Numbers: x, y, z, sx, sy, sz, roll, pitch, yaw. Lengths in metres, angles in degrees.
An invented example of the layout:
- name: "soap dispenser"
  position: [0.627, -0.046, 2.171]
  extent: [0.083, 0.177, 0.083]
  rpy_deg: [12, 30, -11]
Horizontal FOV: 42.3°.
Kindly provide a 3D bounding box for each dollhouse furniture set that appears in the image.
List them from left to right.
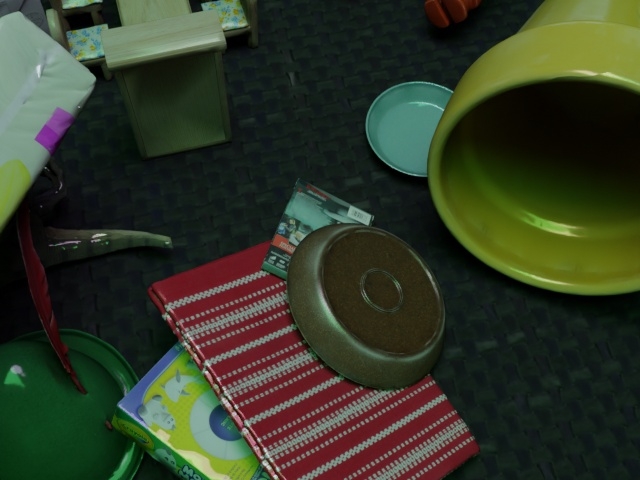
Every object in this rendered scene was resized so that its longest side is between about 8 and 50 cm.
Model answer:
- name: "dollhouse furniture set"
  position: [-0.169, -0.233, 0.847]
  extent: [0.212, 0.161, 0.242]
  rpy_deg: [-14, 65, -9]

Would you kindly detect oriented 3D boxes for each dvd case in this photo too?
- name: "dvd case"
  position: [0.000, 0.000, 0.791]
  extent: [0.087, 0.013, 0.119]
  rpy_deg: [25, 48, -7]

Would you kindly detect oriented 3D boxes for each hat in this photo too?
- name: "hat"
  position: [-0.242, 0.114, 0.661]
  extent: [0.173, 0.183, 0.208]
  rpy_deg: [-30, 68, -17]

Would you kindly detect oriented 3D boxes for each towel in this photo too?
- name: "towel"
  position: [-0.006, 0.113, 0.724]
  extent: [0.199, 0.031, 0.275]
  rpy_deg: [-21, 65, -38]

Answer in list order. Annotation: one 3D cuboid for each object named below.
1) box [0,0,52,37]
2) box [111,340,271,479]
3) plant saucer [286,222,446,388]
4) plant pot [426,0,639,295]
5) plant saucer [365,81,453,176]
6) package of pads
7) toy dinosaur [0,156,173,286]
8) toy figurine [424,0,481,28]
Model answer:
- name: "box"
  position: [-0.439, -0.317, 0.919]
  extent: [0.169, 0.087, 0.290]
  rpy_deg: [-30, 69, -15]
- name: "box"
  position: [-0.074, 0.167, 0.700]
  extent: [0.179, 0.043, 0.105]
  rpy_deg: [37, 50, 6]
- name: "plant saucer"
  position: [0.050, 0.051, 0.751]
  extent: [0.168, 0.029, 0.168]
  rpy_deg: [15, 54, -23]
- name: "plant pot"
  position: [0.252, -0.116, 0.776]
  extent: [0.254, 0.254, 0.239]
  rpy_deg: [21, 49, 8]
- name: "plant saucer"
  position: [0.107, -0.114, 0.877]
  extent: [0.119, 0.021, 0.119]
  rpy_deg: [1, 65, -2]
- name: "package of pads"
  position: [-0.327, -0.020, 0.640]
  extent: [0.101, 0.229, 0.296]
  rpy_deg: [42, 58, -31]
- name: "toy dinosaur"
  position: [-0.286, -0.012, 0.794]
  extent: [0.268, 0.064, 0.118]
  rpy_deg: [-13, 72, -11]
- name: "toy figurine"
  position: [0.119, -0.367, 0.899]
  extent: [0.209, 0.213, 0.148]
  rpy_deg: [26, 57, 13]
